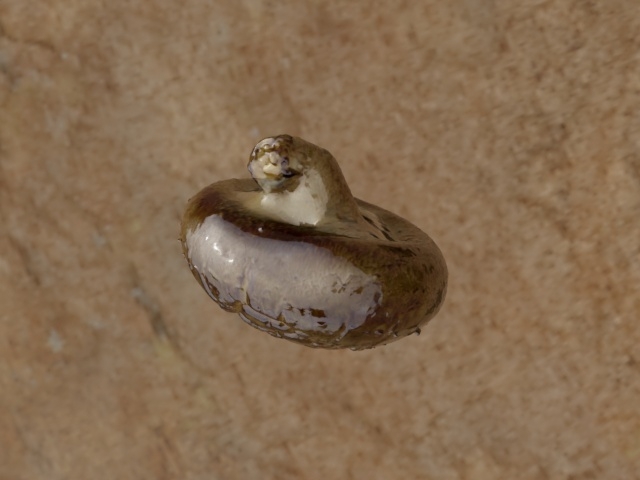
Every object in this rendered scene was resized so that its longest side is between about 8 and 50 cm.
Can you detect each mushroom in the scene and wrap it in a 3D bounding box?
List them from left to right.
[{"bbox_3d":[-0.004,0.008,0.690,0.126,0.109,0.085,26,81,40],"label":"mushroom"}]
